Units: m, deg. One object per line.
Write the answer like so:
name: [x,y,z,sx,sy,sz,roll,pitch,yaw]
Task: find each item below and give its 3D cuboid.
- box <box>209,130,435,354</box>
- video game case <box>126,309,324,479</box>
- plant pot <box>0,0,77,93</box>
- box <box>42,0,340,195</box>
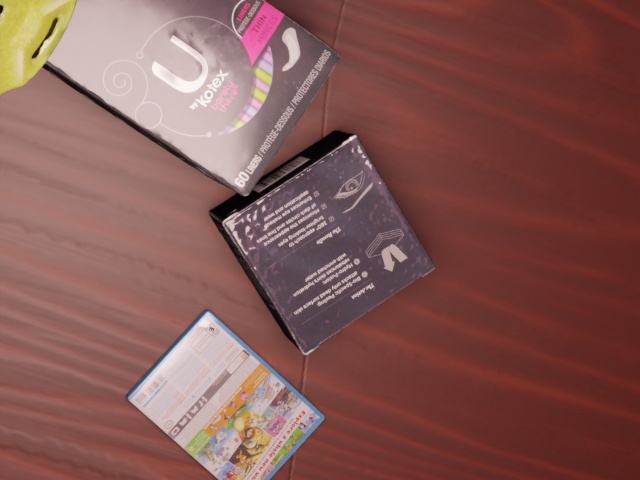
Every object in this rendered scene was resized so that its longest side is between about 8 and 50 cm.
box: [0.000,0.000,1.750,0.156,0.093,0.158,-33,103,-7]
video game case: [-0.094,0.167,1.791,0.166,0.015,0.119,43,86,-15]
plant pot: [-0.349,-0.241,1.491,0.254,0.276,0.276,35,88,21]
box: [-0.145,-0.184,1.665,0.270,0.143,0.165,33,89,-15]
